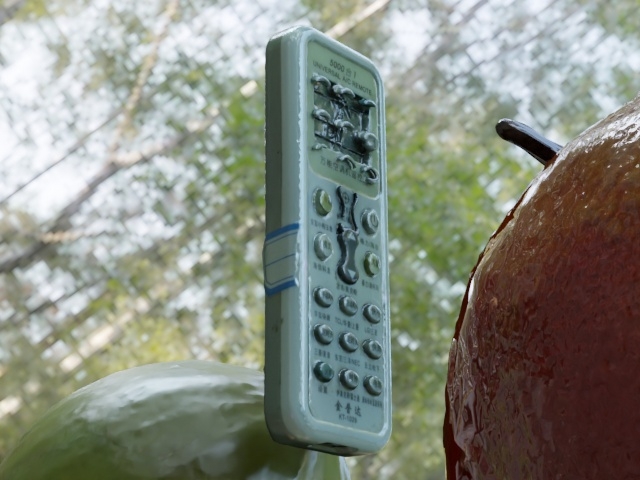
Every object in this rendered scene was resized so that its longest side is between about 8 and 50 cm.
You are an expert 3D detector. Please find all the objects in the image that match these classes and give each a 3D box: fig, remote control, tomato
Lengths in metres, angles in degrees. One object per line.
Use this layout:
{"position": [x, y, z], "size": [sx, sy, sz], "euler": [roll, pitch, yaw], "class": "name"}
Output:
{"position": [-0.125, 0.251, 1.299], "size": [0.343, 0.343, 0.343], "euler": [44, -21, 22], "class": "fig"}
{"position": [0.000, 0.000, 1.197], "size": [0.065, 0.335, 0.128], "euler": [-14, -23, 37], "class": "remote control"}
{"position": [0.140, 0.096, 0.640], "size": [0.309, 0.170, 0.309], "euler": [62, 4, -7], "class": "tomato"}
